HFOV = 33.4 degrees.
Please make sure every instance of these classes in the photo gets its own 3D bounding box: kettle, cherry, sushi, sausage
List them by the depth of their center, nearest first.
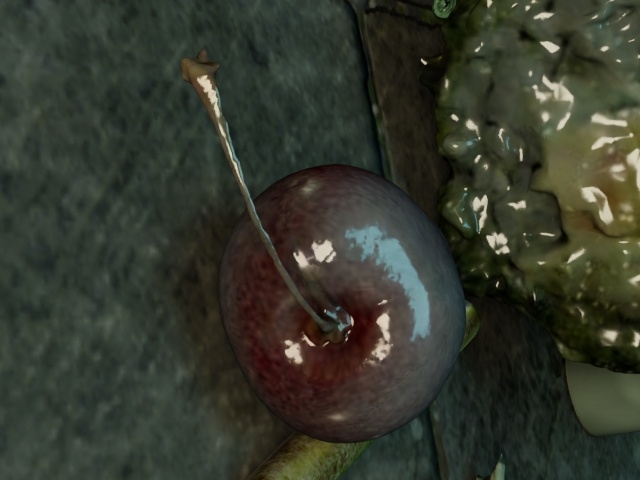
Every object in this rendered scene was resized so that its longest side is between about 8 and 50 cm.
[{"bbox_3d":[0.006,-0.003,0.502,0.148,0.115,0.188,-26,96,-36],"label":"cherry"},{"bbox_3d":[0.030,0.085,0.575,0.269,0.032,0.033,-33,107,-54],"label":"sausage"},{"bbox_3d":[0.241,-0.058,0.650,0.178,0.351,0.294,-33,138,-62],"label":"sushi"},{"bbox_3d":[0.273,0.085,0.825,0.098,0.148,0.127,-26,100,-54],"label":"kettle"}]

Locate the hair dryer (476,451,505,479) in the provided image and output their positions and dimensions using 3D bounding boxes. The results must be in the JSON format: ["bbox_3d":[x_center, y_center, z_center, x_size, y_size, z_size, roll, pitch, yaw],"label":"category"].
[{"bbox_3d":[0.048,0.225,0.545,0.229,0.092,0.267,24,46,-43],"label":"hair dryer"}]

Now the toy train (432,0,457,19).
[{"bbox_3d":[0.106,-0.190,0.756,0.033,0.053,0.083,13,68,-54],"label":"toy train"}]
